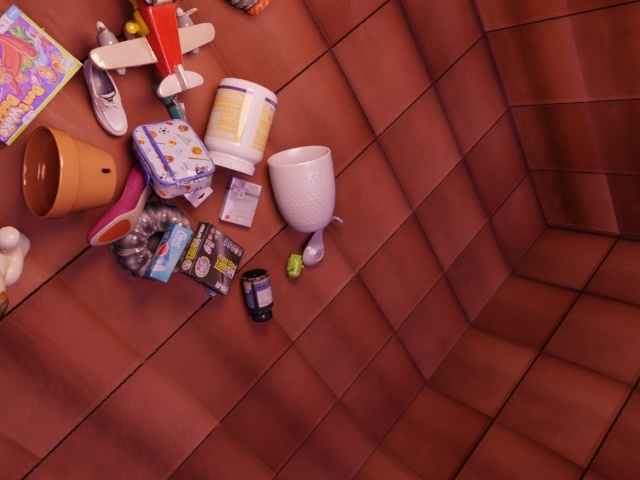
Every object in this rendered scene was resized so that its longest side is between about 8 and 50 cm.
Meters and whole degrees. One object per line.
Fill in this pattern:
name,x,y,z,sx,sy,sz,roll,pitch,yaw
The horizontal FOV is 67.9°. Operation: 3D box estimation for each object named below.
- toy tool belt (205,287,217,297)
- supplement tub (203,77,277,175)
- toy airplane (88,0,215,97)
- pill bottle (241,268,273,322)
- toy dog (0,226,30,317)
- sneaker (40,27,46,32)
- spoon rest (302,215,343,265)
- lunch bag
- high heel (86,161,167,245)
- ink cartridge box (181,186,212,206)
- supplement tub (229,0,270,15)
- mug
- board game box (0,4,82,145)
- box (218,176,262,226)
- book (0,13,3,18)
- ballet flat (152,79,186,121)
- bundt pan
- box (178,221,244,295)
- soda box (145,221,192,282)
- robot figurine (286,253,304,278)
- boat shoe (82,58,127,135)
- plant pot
toy tool belt,-0.459,0.214,2.030,0.052,0.051,0.083,-24,113,-29
supplement tub,-0.321,-0.438,1.870,0.241,0.241,0.332,15,91,-37
toy airplane,-0.567,-0.686,1.640,0.386,0.272,0.385,27,85,-59
pill bottle,-0.276,0.248,2.124,0.122,0.122,0.219,-18,111,-31
toy dog,-1.044,0.108,1.371,0.284,0.407,0.396,35,79,-35
sneaker,-0.910,-0.626,1.536,0.057,0.047,0.119,28,91,-42
spoon rest,0.000,0.000,2.295,0.276,0.084,0.137,-57,146,-2
lunch bag,-0.539,-0.297,1.727,0.243,0.303,0.115,-20,156,-34
high heel,-0.706,-0.134,1.681,0.377,0.181,0.127,-47,166,-40
ink cartridge box,-0.526,-0.231,1.879,0.104,0.061,0.181,-48,122,-18
supplement tub,-0.327,-1.020,1.760,0.338,0.207,0.207,37,79,-35
mug,-0.049,-0.237,2.117,0.374,0.276,0.328,-49,135,-54
board game box,-0.956,-0.506,1.472,0.347,0.078,0.233,-51,124,-4
box,-0.343,-0.164,2.039,0.145,0.038,0.186,15,91,-36
book,-1.012,-0.658,1.462,0.144,0.035,0.096,16,88,-37
ballet flat,-0.553,-0.521,1.801,0.070,0.070,0.188,-42,124,-21
bundt pan,-0.627,0.006,1.824,0.330,0.124,0.331,-8,104,-33
box,-0.432,0.078,1.927,0.270,0.060,0.216,49,54,-56
soda box,-0.562,0.042,1.759,0.071,0.067,0.210,30,82,-36
robot figurine,-0.123,0.123,2.239,0.101,0.067,0.115,4,98,-68
boat shoe,-0.741,-0.495,1.653,0.096,0.088,0.268,-22,112,-30
plant pot,-0.816,-0.214,1.564,0.203,0.290,0.291,-2,102,-52
